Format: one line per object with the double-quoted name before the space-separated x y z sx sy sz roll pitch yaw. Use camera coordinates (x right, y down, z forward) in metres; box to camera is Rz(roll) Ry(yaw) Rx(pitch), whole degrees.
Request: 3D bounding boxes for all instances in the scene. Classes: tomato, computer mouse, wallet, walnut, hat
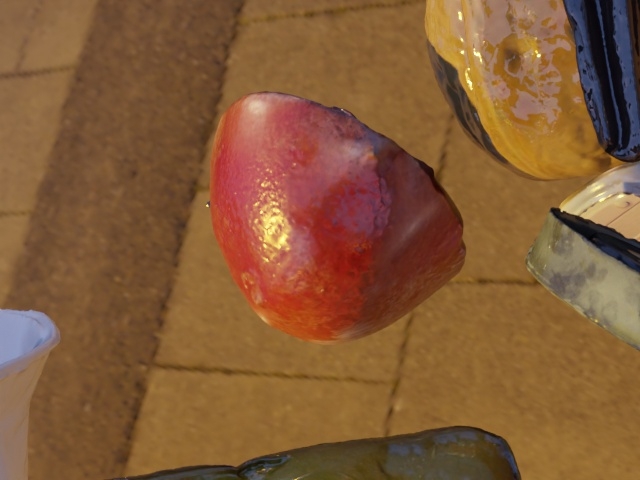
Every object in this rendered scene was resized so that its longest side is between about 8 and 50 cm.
"tomato" -0.004 0.005 1.531 0.309 0.309 0.170 13 66 42
"computer mouse" 0.331 -0.020 1.387 0.126 0.245 0.056 136 144 -55
"wallet" 0.233 -0.153 1.054 0.049 0.229 0.182 -6 95 36
"walnut" 0.230 -0.214 1.462 0.277 0.252 0.313 -157 50 -73
"hat" -0.268 0.131 1.081 0.203 0.203 0.126 7 112 41

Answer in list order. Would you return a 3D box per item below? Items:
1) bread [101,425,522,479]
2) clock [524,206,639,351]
"bread" 0.002 0.181 0.774 0.233 0.088 0.161 -9 69 -9
"clock" 0.245 0.049 1.064 0.226 0.226 0.049 37 105 43
